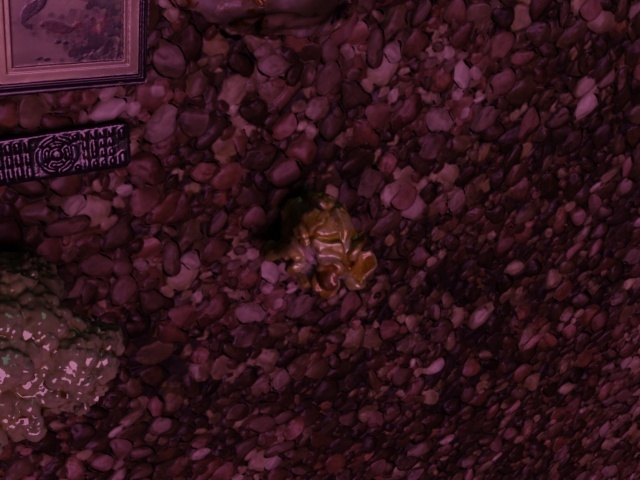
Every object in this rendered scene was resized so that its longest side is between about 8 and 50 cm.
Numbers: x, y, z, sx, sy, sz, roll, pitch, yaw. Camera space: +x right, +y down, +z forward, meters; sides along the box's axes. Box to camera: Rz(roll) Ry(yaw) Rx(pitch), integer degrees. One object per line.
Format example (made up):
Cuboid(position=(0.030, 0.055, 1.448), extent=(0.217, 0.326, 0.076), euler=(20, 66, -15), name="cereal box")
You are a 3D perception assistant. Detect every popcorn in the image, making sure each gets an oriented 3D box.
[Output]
Cuboid(position=(0.000, 0.000, 1.396), extent=(0.162, 0.135, 0.141), euler=(4, 109, 14), name="popcorn")

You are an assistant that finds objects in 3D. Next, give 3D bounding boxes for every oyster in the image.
Cuboid(position=(-0.043, -0.311, 1.098), extent=(0.094, 0.294, 0.166), euler=(-43, 133, -50), name="oyster")

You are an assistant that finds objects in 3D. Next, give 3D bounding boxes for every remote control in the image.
Cuboid(position=(-0.343, -0.100, 1.183), extent=(0.245, 0.025, 0.063), euler=(-11, 125, -25), name="remote control")

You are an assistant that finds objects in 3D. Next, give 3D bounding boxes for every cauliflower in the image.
Cuboid(position=(-0.394, 0.163, 1.176), extent=(0.327, 0.260, 0.281), euler=(-4, 120, -5), name="cauliflower")

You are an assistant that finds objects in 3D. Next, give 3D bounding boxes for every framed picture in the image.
Cuboid(position=(-0.285, -0.259, 1.118), extent=(0.195, 0.010, 0.199), euler=(-10, 125, -27), name="framed picture")
